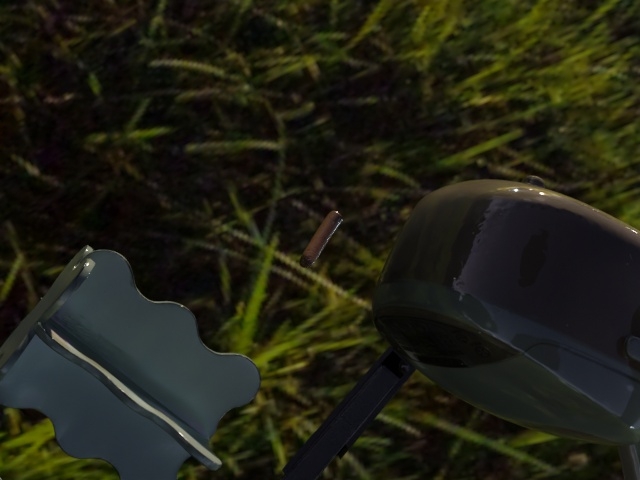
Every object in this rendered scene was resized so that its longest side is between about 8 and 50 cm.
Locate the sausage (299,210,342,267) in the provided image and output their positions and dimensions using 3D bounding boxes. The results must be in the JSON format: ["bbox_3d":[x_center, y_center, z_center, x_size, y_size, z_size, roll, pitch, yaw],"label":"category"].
[{"bbox_3d":[0.000,0.000,1.920,0.026,0.026,0.116,52,46,-21],"label":"sausage"}]

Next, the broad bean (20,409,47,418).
[{"bbox_3d":[-0.225,0.124,1.241,0.165,0.084,0.114,4,41,-43],"label":"broad bean"}]

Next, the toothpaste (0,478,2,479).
[{"bbox_3d":[-0.458,0.334,1.295,0.299,0.114,0.073,-40,109,-23],"label":"toothpaste"}]

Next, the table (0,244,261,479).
[{"bbox_3d":[-0.169,0.123,1.103,0.198,0.166,0.166,40,45,-13],"label":"table"}]

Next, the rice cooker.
[{"bbox_3d":[0.128,0.042,0.722,0.206,0.145,0.127,21,79,-31],"label":"rice cooker"}]

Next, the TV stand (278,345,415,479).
[{"bbox_3d":[0.016,0.215,1.380,0.040,0.049,0.256,40,62,7],"label":"TV stand"}]

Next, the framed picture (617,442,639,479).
[{"bbox_3d":[0.399,0.127,1.309,0.024,0.232,0.315,44,27,-31],"label":"framed picture"}]
